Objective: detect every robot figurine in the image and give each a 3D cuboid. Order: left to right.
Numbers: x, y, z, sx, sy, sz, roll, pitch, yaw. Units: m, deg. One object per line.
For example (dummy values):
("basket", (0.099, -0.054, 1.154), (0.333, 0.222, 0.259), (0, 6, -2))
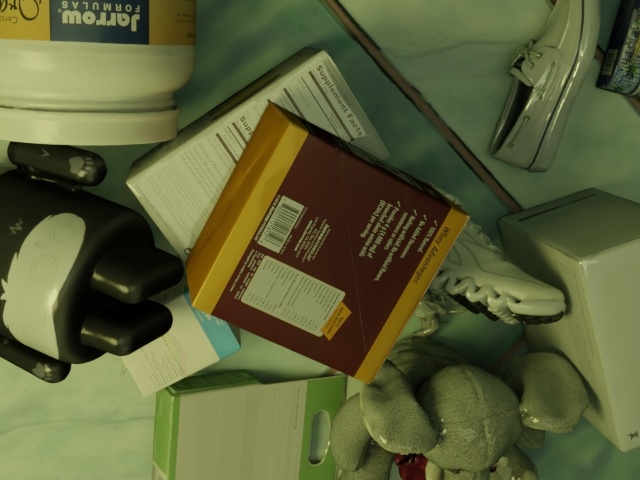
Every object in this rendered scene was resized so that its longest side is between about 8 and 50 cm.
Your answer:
("robot figurine", (-0.284, 0.022, 0.906), (0.278, 0.173, 0.209), (20, 69, 16))

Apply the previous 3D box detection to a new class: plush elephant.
("plush elephant", (0.149, 0.218, 0.989), (0.271, 0.255, 0.330), (-3, 103, -5))

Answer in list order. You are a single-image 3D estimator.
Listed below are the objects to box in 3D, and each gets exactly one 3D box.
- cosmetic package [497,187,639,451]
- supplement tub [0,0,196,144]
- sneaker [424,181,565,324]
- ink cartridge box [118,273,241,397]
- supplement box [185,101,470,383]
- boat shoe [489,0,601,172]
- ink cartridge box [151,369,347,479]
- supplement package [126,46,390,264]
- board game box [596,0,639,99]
("cosmetic package", (0.328, 0.078, 0.997), (0.138, 0.225, 0.224), (-18, 105, -4))
("supplement tub", (-0.234, -0.259, 0.845), (0.228, 0.228, 0.316), (1, 103, -8))
("sneaker", (0.139, 0.004, 0.966), (0.292, 0.110, 0.118), (25, 84, 25))
("ink cartridge box", (-0.175, 0.106, 1.008), (0.143, 0.092, 0.090), (-26, 104, -1))
("supplement box", (0.000, 0.000, 0.848), (0.194, 0.129, 0.191), (26, 100, -18))
("boat shoe", (0.255, -0.190, 0.999), (0.075, 0.083, 0.226), (10, 102, -11))
("ink cartridge box", (-0.087, 0.246, 1.074), (0.235, 0.056, 0.171), (-3, 105, -32))
("supplement package", (-0.071, -0.089, 0.952), (0.244, 0.139, 0.134), (-34, 107, -1))
("board game box", (0.450, -0.250, 1.023), (0.194, 0.060, 0.194), (12, 101, -9))
